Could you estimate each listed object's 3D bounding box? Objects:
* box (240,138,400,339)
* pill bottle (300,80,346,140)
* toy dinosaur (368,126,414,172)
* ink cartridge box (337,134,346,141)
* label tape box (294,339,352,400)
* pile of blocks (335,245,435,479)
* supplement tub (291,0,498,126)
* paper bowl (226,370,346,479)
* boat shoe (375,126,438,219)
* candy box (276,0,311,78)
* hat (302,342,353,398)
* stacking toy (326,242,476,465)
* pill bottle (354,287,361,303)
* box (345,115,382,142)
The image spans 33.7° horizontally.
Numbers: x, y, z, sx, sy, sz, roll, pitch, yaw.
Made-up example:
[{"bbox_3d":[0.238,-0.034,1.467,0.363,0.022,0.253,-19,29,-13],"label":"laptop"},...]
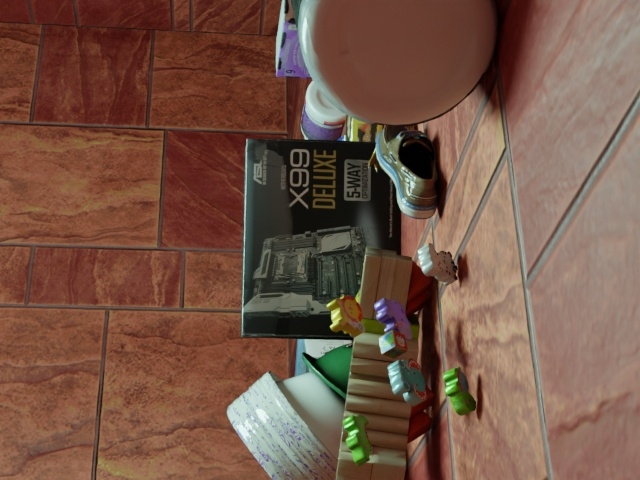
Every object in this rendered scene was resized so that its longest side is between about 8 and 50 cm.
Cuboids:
[{"bbox_3d":[0.000,0.000,1.636,0.076,0.242,0.307,122,150,-79],"label":"box"},{"bbox_3d":[0.014,-0.260,2.222,0.193,0.108,0.108,108,163,-69],"label":"pill bottle"},{"bbox_3d":[0.115,-0.158,1.530,0.112,0.064,0.211,-53,41,48],"label":"toy dinosaur"},{"bbox_3d":[0.057,-0.098,2.061,0.097,0.046,0.207,180,92,-83],"label":"ink cartridge box"},{"bbox_3d":[0.013,0.335,2.068,0.333,0.106,0.240,-102,14,-63],"label":"label tape box"},{"bbox_3d":[0.092,0.181,1.371,0.149,0.113,0.362,90,-171,-73],"label":"pile of blocks"},{"bbox_3d":[0.069,-0.279,1.205,0.338,0.207,0.207,-101,14,-62],"label":"supplement tub"},{"bbox_3d":[0.003,0.314,1.593,0.284,0.148,0.284,48,176,5],"label":"paper bowl"},{"bbox_3d":[0.122,-0.108,1.386,0.183,0.066,0.066,-109,24,-47],"label":"boat shoe"},{"bbox_3d":[0.036,-0.309,1.584,0.165,0.196,0.070,107,165,-69],"label":"candy box"},{"bbox_3d":[0.096,0.155,1.569,0.183,0.173,0.208,-55,31,1],"label":"hat"},{"bbox_3d":[0.094,0.129,1.216,0.167,0.052,0.221,-33,50,33],"label":"stacking toy"},{"bbox_3d":[0.093,0.073,1.528,0.116,0.065,0.065,118,156,-50],"label":"pill bottle"},{"bbox_3d":[0.075,-0.155,1.851,0.087,0.058,0.232,-161,72,-84],"label":"box"}]
